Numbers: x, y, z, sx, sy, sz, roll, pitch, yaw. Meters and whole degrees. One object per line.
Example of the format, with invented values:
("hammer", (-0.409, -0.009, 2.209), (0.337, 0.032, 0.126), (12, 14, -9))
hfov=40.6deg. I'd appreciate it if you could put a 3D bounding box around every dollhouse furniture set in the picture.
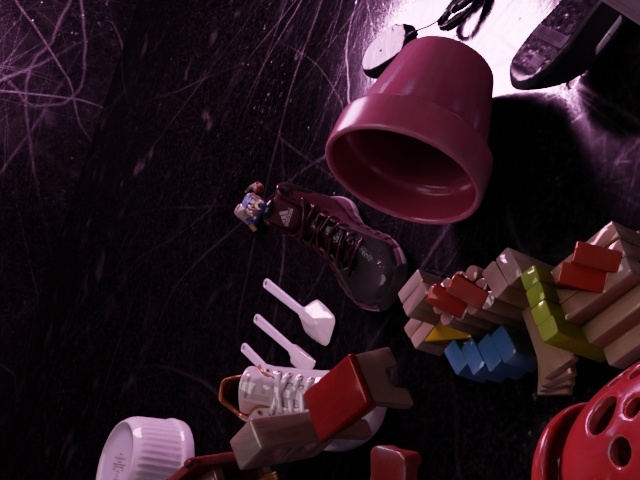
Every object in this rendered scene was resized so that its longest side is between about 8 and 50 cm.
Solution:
("dollhouse furniture set", (-0.038, 0.308, 1.034), (0.374, 0.152, 0.201), (-47, 55, 38))

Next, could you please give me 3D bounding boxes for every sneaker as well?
("sneaker", (0.000, 0.000, 1.218), (0.106, 0.163, 0.281), (-63, 30, 12))
("sneaker", (-0.038, 0.224, 1.181), (0.290, 0.123, 0.105), (-13, 61, 49))

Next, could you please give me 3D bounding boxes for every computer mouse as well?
("computer mouse", (0.326, -0.250, 0.932), (0.262, 0.060, 0.184), (-53, 23, 8))
("computer mouse", (0.154, -0.307, 1.290), (0.242, 0.041, 0.071), (-23, 51, 44))

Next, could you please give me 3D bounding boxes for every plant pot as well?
("plant pot", (0.265, 0.179, 0.638), (0.174, 0.191, 0.191), (-39, 42, 48))
("plant pot", (0.130, -0.147, 1.084), (0.201, 0.201, 0.180), (-19, 41, 54))

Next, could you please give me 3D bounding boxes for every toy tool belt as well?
("toy tool belt", (-0.117, -0.060, 1.581), (0.051, 0.052, 0.083), (46, 120, 24))

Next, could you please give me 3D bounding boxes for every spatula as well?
("spatula", (-0.057, 0.155, 1.371), (0.242, 0.019, 0.168), (32, 106, 60))

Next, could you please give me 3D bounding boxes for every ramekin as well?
("ramekin", (-0.322, 0.415, 1.558), (0.207, 0.109, 0.207), (-36, 43, 44))

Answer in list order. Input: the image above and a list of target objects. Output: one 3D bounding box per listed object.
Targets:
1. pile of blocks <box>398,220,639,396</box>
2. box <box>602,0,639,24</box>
("pile of blocks", (0.189, 0.081, 0.902), (0.362, 0.113, 0.148), (-23, 53, 53))
("box", (0.363, -0.237, 0.736), (0.182, 0.181, 0.119), (18, 88, 61))
